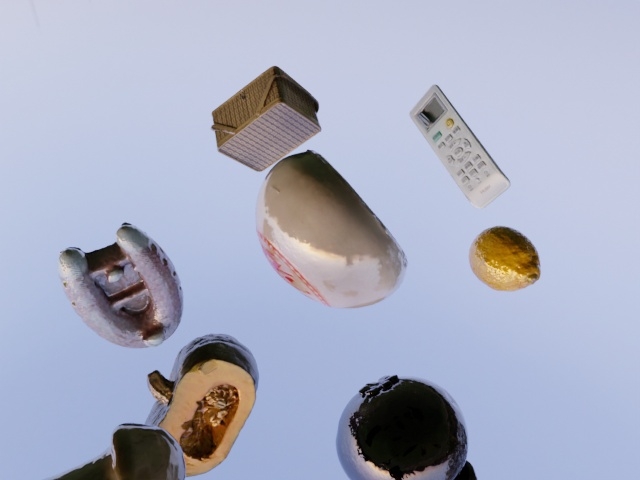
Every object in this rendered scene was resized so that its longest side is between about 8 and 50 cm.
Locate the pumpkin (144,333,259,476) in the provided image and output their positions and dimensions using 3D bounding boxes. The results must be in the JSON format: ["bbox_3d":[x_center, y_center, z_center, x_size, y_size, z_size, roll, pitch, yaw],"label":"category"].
[{"bbox_3d":[-0.277,0.352,1.119,0.222,0.317,0.139,28,-174,-24],"label":"pumpkin"}]

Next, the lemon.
[{"bbox_3d":[0.406,0.044,1.147,0.142,0.142,0.187,-9,-154,-15],"label":"lemon"}]

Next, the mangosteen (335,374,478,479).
[{"bbox_3d":[0.249,0.607,1.492,0.382,0.382,0.435,-23,-92,-28],"label":"mangosteen"}]

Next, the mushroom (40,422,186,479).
[{"bbox_3d":[-0.215,0.172,0.294,0.270,0.103,0.118,0,-98,-13],"label":"mushroom"}]

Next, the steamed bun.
[{"bbox_3d":[0.000,0.000,0.698,0.145,0.232,0.232,-40,-133,1],"label":"steamed bun"}]

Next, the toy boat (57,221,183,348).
[{"bbox_3d":[-0.285,0.086,0.781,0.155,0.227,0.085,-27,-135,-15],"label":"toy boat"}]

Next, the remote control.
[{"bbox_3d":[0.315,-0.214,1.184,0.051,0.103,0.293,-18,-111,-41],"label":"remote control"}]

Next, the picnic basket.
[{"bbox_3d":[-0.091,-0.196,0.865,0.115,0.164,0.079,21,-133,-51],"label":"picnic basket"}]
